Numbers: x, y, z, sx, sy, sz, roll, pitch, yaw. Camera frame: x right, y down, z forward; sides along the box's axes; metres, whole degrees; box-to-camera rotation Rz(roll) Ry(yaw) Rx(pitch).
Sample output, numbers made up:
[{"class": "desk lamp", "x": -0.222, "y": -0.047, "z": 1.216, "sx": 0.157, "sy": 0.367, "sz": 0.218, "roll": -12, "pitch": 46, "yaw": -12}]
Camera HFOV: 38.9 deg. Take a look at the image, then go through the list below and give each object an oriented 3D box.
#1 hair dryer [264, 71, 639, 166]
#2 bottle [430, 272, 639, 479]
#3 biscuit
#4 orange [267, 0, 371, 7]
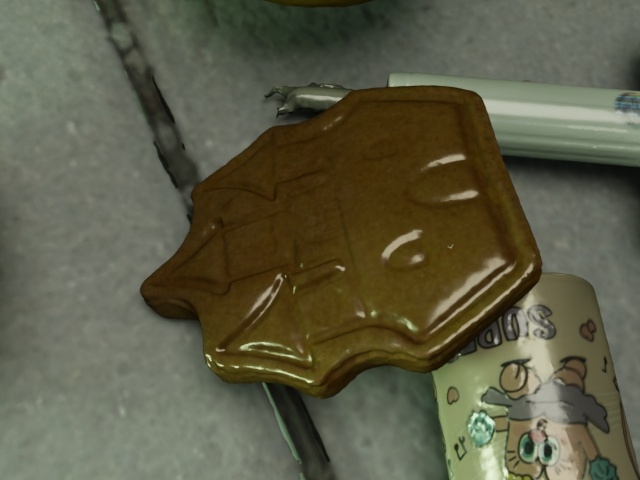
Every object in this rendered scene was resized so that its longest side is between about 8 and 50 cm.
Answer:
[{"class": "hair dryer", "x": 0.143, "y": -0.088, "z": 0.574, "sx": 0.357, "sy": 0.107, "sz": 0.173, "roll": 5, "pitch": 64, "yaw": -1}, {"class": "bottle", "x": 0.112, "y": 0.127, "z": 0.464, "sx": 0.110, "sy": 0.097, "sz": 0.209, "roll": 17, "pitch": 57, "yaw": -46}, {"class": "biscuit", "x": -0.001, "y": -0.001, "z": 0.492, "sx": 0.215, "sy": 0.034, "sz": 0.182, "roll": -19, "pitch": 53, "yaw": 10}, {"class": "orange", "x": -0.005, "y": -0.277, "z": 0.522, "sx": 0.235, "sy": 0.279, "sz": 0.279, "roll": -22, "pitch": 73, "yaw": -18}]
